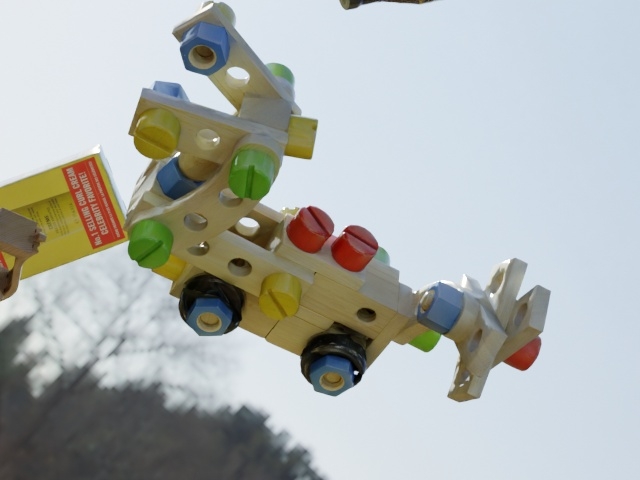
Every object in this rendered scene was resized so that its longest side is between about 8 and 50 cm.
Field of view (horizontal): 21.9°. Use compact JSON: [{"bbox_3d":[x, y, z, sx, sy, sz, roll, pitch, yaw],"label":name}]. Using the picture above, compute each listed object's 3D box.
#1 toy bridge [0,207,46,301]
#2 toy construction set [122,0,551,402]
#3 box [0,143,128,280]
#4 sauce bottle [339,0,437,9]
[{"bbox_3d":[-0.247,0.023,1.163,0.063,0.026,0.188,26,-32,-35],"label":"toy bridge"},{"bbox_3d":[0.000,0.000,1.149,0.327,0.151,0.215,35,-55,-3],"label":"toy construction set"},{"bbox_3d":[-0.282,-0.002,1.416,0.058,0.232,0.087,-115,-174,-78],"label":"box"},{"bbox_3d":[0.074,-0.187,1.165,0.042,0.128,0.042,164,-90,-75],"label":"sauce bottle"}]
